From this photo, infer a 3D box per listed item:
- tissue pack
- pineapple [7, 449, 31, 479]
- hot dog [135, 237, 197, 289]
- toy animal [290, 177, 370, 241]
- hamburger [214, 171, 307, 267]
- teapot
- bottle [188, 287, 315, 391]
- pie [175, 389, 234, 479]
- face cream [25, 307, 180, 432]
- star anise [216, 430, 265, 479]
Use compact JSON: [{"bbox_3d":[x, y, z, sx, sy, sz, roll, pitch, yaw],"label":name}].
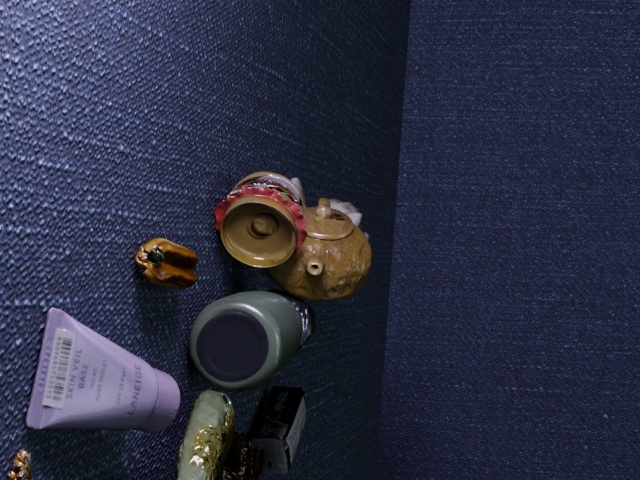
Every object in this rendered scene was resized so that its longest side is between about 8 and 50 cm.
[{"bbox_3d":[-0.088,0.398,2.420,0.170,0.090,0.103,-69,159,-54],"label":"tissue pack"},{"bbox_3d":[-0.366,0.300,1.401,0.045,0.019,0.083,-54,149,-70],"label":"pineapple"},{"bbox_3d":[-0.237,0.038,1.772,0.188,0.055,0.072,32,61,-74],"label":"hot dog"},{"bbox_3d":[-0.017,-0.022,2.420,0.308,0.188,0.266,79,29,-56],"label":"toy animal"},{"bbox_3d":[-0.102,-0.045,2.082,0.137,0.175,0.175,-78,166,-54],"label":"hamburger"},{"bbox_3d":[0.000,0.000,2.198,0.311,0.203,0.167,-81,179,-62],"label":"teapot"},{"bbox_3d":[-0.112,0.168,2.095,0.347,0.168,0.168,-16,109,-77],"label":"bottle"},{"bbox_3d":[-0.207,0.424,1.877,0.296,0.078,0.371,90,10,-76],"label":"pie"},{"bbox_3d":[-0.296,0.194,1.546,0.274,0.096,0.154,33,64,-60],"label":"face cream"},{"bbox_3d":[-0.162,0.501,2.161,0.288,0.088,0.288,4,90,-79],"label":"star anise"}]
